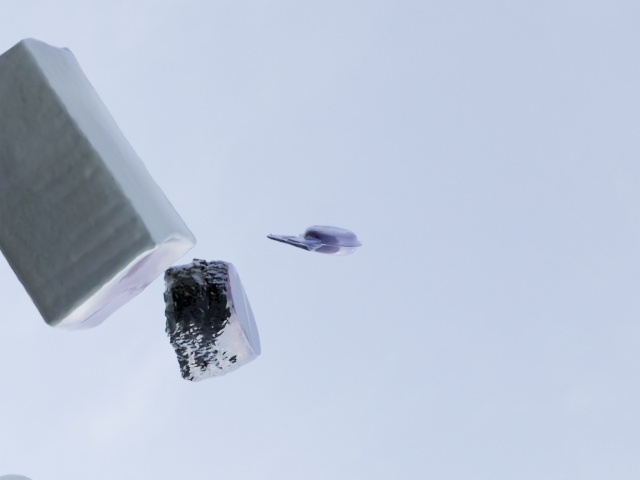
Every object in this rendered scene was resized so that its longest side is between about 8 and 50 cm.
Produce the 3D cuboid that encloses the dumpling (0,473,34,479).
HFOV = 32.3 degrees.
[{"bbox_3d":[-0.526,0.486,1.936,0.151,0.229,0.124,34,-97,32],"label":"dumpling"}]

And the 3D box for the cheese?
[{"bbox_3d":[0.000,0.000,1.843,0.105,0.191,0.042,15,-81,36],"label":"cheese"}]

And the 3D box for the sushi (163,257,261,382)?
[{"bbox_3d":[-0.174,0.125,1.703,0.225,0.126,0.136,74,6,-55],"label":"sushi"}]

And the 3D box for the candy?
[{"bbox_3d":[-0.344,-0.074,1.427,0.208,0.145,0.358,-35,-99,10],"label":"candy"}]
